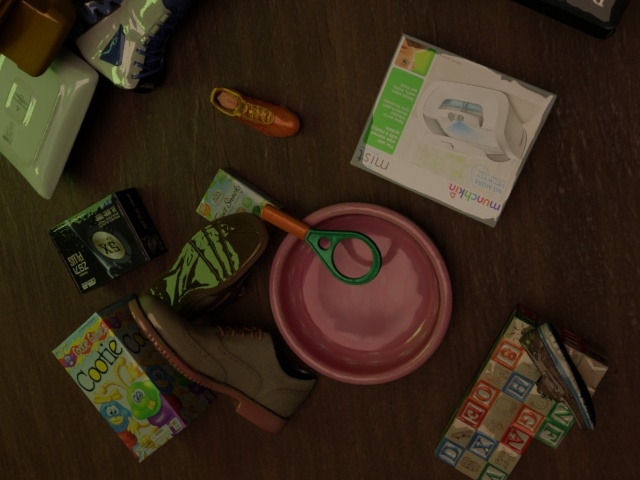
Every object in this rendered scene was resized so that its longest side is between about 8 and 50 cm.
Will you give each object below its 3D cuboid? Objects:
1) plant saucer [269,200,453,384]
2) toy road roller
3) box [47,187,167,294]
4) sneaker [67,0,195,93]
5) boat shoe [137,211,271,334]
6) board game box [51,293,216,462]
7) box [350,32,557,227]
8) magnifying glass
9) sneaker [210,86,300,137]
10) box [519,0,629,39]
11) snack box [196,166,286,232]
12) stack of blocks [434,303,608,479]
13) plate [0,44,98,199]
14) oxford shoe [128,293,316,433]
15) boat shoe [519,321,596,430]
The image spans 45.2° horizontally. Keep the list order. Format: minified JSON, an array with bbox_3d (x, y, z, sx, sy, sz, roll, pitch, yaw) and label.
[{"bbox_3d":[0.075,0.091,1.384,0.332,0.084,0.332,3,101,17],"label":"plant saucer"},{"bbox_3d":[-0.549,-0.435,1.368,0.240,0.329,0.202,34,120,-18],"label":"toy road roller"},{"bbox_3d":[-0.421,0.002,1.519,0.180,0.077,0.147,-25,93,20],"label":"box"},{"bbox_3d":[-0.314,-0.371,1.399,0.315,0.127,0.182,-18,99,26],"label":"sneaker"},{"bbox_3d":[-0.203,0.068,1.448,0.342,0.123,0.123,-42,65,24],"label":"boat shoe"},{"bbox_3d":[-0.365,0.267,1.520,0.144,0.142,0.275,-40,88,20],"label":"board game box"},{"bbox_3d":[0.217,-0.182,1.267,0.262,0.127,0.231,26,105,10],"label":"box"},{"bbox_3d":[0.000,0.000,1.334,0.231,0.026,0.092,28,108,9],"label":"magnifying glass"},{"bbox_3d":[-0.120,-0.227,1.389,0.175,0.067,0.064,20,104,11],"label":"sneaker"},{"bbox_3d":[0.298,-0.600,1.073,0.480,0.297,0.471,27,109,10],"label":"box"},{"bbox_3d":[-0.150,-0.058,1.446,0.141,0.037,0.100,35,107,8],"label":"snack box"},{"bbox_3d":[0.345,0.284,1.338,0.171,0.087,0.297,29,107,9],"label":"stack of blocks"},{"bbox_3d":[-0.563,-0.262,1.480,0.277,0.045,0.278,39,113,26],"label":"plate"},{"bbox_3d":[-0.173,0.196,1.405,0.146,0.140,0.397,-47,122,2],"label":"oxford shoe"},{"bbox_3d":[0.381,0.225,1.239,0.066,0.066,0.183,-27,82,24],"label":"boat shoe"}]
